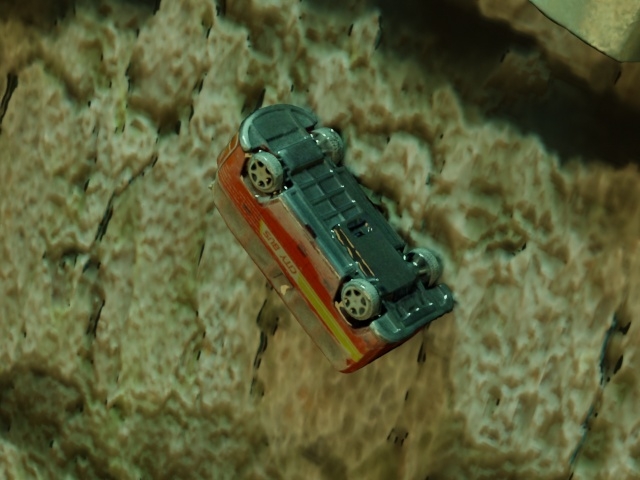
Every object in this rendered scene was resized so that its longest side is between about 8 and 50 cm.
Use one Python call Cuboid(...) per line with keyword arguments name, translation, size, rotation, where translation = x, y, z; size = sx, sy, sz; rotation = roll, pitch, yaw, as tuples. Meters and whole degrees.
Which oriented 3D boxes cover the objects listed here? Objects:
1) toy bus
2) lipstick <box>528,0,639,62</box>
Cuboid(name="toy bus", translation=(0.000, 0.000, 1.234), size=(0.174, 0.079, 0.077), rotation=(52, 133, 11))
Cuboid(name="lipstick", translation=(0.206, -0.222, 1.041), size=(0.077, 0.079, 0.253), rotation=(37, 118, 21))
